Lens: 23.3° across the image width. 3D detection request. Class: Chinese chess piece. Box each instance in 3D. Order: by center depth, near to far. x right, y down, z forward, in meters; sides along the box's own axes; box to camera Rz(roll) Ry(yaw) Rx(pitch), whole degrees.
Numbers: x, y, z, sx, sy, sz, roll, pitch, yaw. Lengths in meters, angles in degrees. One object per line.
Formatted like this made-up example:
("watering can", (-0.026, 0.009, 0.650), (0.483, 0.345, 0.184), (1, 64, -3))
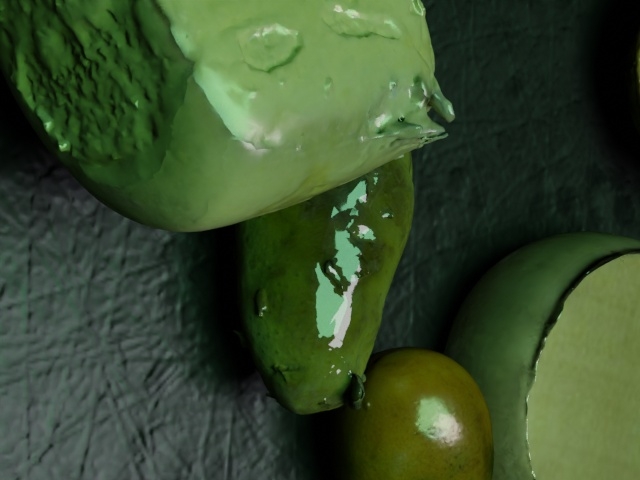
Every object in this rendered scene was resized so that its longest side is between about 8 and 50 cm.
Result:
("Chinese chess piece", (0.201, 0.117, 1.152), (0.249, 0.103, 0.250), (0, 90, -38))

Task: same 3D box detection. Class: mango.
("mango", (0.061, 0.150, 1.046), (0.111, 0.089, 0.163), (1, 106, -3))

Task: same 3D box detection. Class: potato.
("potato", (0.000, 0.000, 0.999), (0.117, 0.090, 0.225), (8, 77, -10))

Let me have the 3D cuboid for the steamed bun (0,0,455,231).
("steamed bun", (-0.069, -0.128, 0.902), (0.232, 0.166, 0.273), (-29, 84, -44))

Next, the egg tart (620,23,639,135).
("egg tart", (0.314, -0.130, 1.252), (0.212, 0.090, 0.213), (-1, 92, -38))
